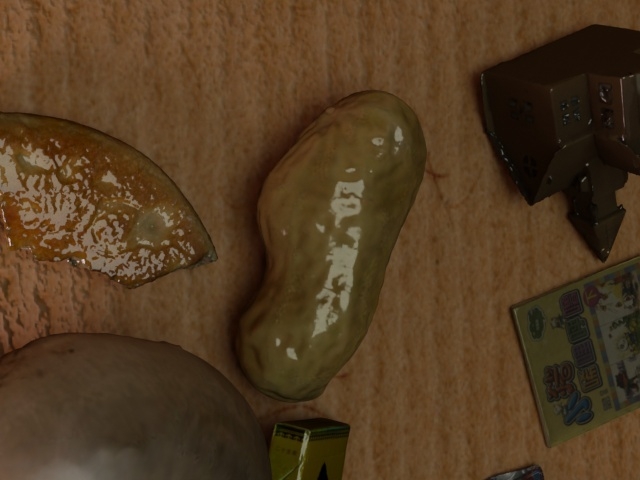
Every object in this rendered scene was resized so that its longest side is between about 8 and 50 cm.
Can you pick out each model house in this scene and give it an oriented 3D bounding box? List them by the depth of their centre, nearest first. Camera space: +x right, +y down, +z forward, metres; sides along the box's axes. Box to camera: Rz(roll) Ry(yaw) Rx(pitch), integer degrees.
[{"bbox_3d":[0.304,-0.081,1.528,0.181,0.176,0.248,-26,118,-24],"label":"model house"}]

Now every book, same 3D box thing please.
[{"bbox_3d":[0.311,0.122,1.600,0.192,0.013,0.168,-20,100,-23],"label":"book"}]

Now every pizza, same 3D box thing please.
[{"bbox_3d":[-0.213,-0.035,1.321,0.271,0.056,0.134,20,80,-26],"label":"pizza"}]

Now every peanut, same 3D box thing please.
[{"bbox_3d":[0.000,0.000,1.386,0.147,0.147,0.318,23,86,-24],"label":"peanut"}]

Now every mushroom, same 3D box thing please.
[{"bbox_3d":[-0.223,0.231,1.228,0.362,0.294,0.362,-20,129,-28],"label":"mushroom"}]

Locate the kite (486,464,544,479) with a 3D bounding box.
[{"bbox_3d":[0.218,0.394,1.559,0.152,0.015,0.285,-23,98,-21],"label":"kite"}]

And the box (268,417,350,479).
[{"bbox_3d":[-0.028,0.312,1.370,0.041,0.153,0.279,8,87,18],"label":"box"}]
